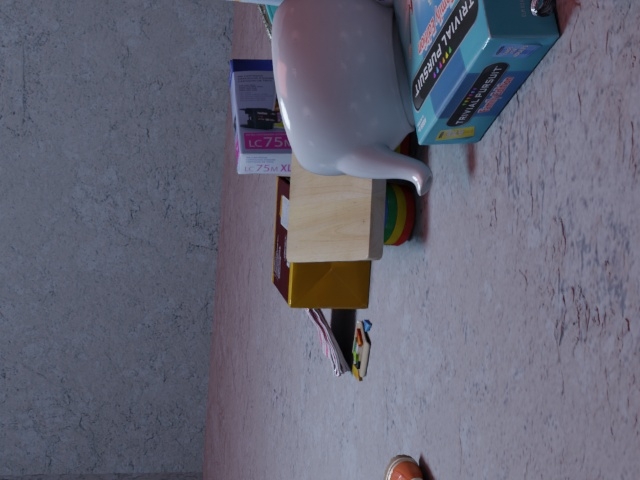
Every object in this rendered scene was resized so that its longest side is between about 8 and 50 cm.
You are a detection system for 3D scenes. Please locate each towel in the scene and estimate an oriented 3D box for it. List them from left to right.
[{"bbox_3d":[-0.006,0.149,2.056,0.144,0.029,0.197,66,175,-14],"label":"towel"}]

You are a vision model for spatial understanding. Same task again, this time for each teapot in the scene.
[{"bbox_3d":[0.055,-0.210,1.479,0.252,0.187,0.256,-75,-27,-62],"label":"teapot"}]

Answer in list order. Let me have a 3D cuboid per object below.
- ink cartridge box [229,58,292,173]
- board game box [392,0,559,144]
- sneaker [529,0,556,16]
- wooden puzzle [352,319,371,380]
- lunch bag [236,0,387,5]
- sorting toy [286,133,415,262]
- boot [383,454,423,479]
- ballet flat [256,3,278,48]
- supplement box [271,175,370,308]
[{"bbox_3d":[-0.071,-0.249,2.185,0.065,0.185,0.311,100,166,-46],"label":"ink cartridge box"},{"bbox_3d":[0.150,-0.312,1.310,0.254,0.079,0.336,120,144,-67],"label":"board game box"},{"bbox_3d":[0.219,-0.322,0.999,0.269,0.153,0.101,-55,29,-5],"label":"sneaker"},{"bbox_3d":[0.064,0.177,1.908,0.078,0.014,0.116,-117,31,-67],"label":"wooden puzzle"},{"bbox_3d":[-0.056,-0.537,1.797,0.385,0.327,0.239,-102,23,-50],"label":"lunch bag"},{"bbox_3d":[0.050,-0.094,1.715,0.257,0.089,0.256,-3,83,63],"label":"sorting toy"},{"bbox_3d":[0.110,0.373,1.560,0.084,0.059,0.158,-144,57,-70],"label":"boot"},{"bbox_3d":[-0.094,-0.540,2.140,0.182,0.164,0.483,-100,-9,-72],"label":"ballet flat"},{"bbox_3d":[0.000,0.000,1.952,0.194,0.129,0.191,-136,48,-74],"label":"supplement box"}]
